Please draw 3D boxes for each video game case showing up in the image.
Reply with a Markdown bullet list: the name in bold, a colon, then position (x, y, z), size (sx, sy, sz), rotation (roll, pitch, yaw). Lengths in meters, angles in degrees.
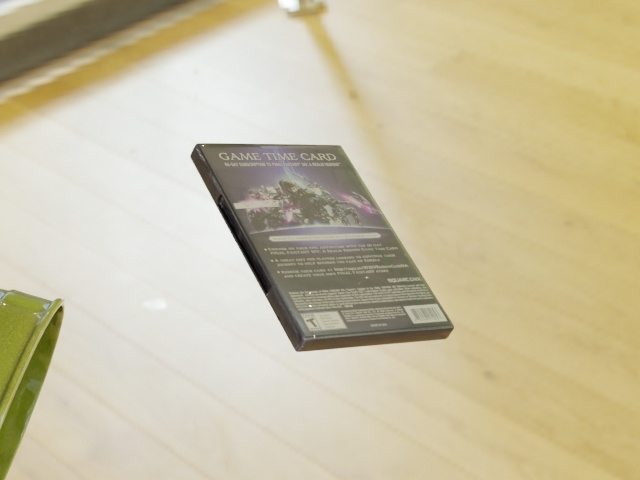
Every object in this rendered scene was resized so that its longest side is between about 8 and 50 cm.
- **video game case**: position (0.000, 0.000, 1.563), size (0.196, 0.026, 0.274), rotation (-2, 47, -37)

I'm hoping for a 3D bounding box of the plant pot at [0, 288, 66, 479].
- **plant pot**: position (-0.573, 0.189, 1.990), size (0.353, 0.366, 0.366), rotation (20, 34, -3)
